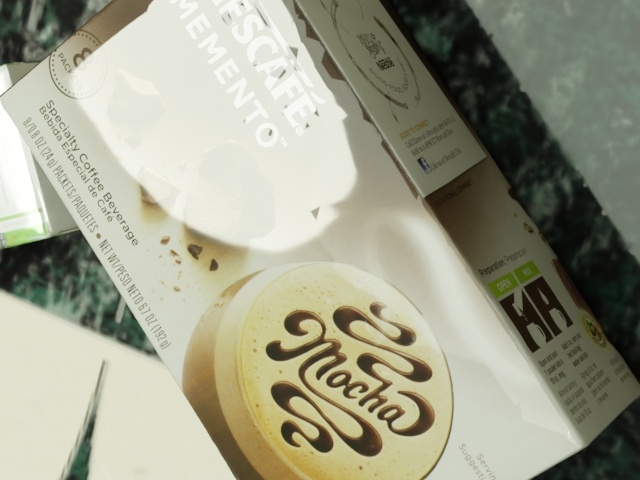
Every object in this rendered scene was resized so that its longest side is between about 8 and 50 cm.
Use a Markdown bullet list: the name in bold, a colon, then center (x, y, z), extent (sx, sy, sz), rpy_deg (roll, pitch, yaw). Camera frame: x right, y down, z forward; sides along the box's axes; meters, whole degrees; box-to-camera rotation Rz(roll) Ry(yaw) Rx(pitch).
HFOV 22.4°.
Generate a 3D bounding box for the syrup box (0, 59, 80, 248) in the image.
- **syrup box**: center (-0.234, -0.031, 0.912), extent (0.237, 0.093, 0.096), rpy_deg (-13, 93, 25)

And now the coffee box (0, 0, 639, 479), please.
- **coffee box**: center (0.000, 0.000, 0.800), extent (0.168, 0.119, 0.297), rpy_deg (-34, 84, 26)
